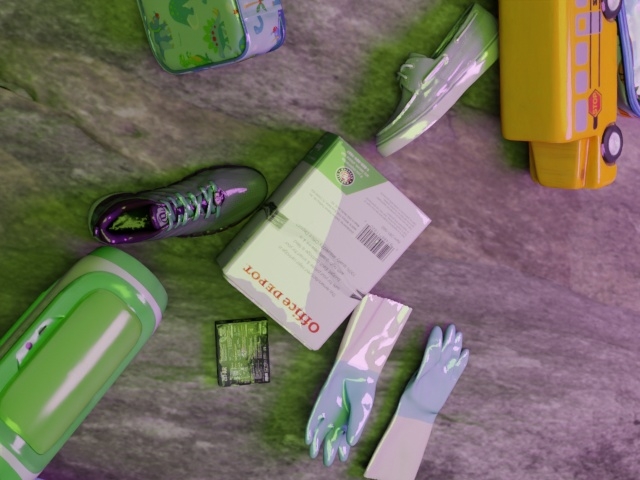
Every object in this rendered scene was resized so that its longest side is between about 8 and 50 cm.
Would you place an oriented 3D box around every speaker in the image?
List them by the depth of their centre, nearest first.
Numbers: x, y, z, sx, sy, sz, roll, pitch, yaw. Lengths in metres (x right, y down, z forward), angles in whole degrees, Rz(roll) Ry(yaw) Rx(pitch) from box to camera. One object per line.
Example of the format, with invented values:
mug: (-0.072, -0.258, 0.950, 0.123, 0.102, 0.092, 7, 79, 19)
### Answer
speaker: (-0.305, 0.147, 1.414, 0.131, 0.131, 0.296, 46, 61, -16)

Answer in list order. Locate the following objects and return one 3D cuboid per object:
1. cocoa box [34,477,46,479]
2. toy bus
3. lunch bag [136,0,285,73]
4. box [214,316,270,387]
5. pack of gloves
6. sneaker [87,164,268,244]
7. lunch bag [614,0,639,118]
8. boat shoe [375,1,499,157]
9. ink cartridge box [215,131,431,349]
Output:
cocoa box: (-0.347, 0.429, 1.422, 0.347, 0.231, 0.228, 20, 122, -15)
toy bus: (0.290, -0.226, 1.504, 0.130, 0.108, 0.332, -17, 110, -45)
lunch bag: (-0.139, -0.305, 1.403, 0.090, 0.176, 0.219, -27, 106, -46)
box: (-0.098, 0.142, 1.566, 0.067, 0.018, 0.083, -5, 101, -11)
pack of gloves: (0.094, 0.201, 1.580, 0.195, 0.046, 0.232, 20, 95, -30)
sneaker: (-0.166, -0.032, 1.479, 0.224, 0.098, 0.083, -16, 103, -9)
lunch bag: (0.461, -0.293, 1.562, 0.243, 0.115, 0.303, -11, 101, -8)
boat shoe: (0.136, -0.202, 1.531, 0.081, 0.079, 0.227, 45, 83, -9)
ink cartridge box: (0.000, 0.000, 1.523, 0.160, 0.092, 0.219, 42, 90, -15)
